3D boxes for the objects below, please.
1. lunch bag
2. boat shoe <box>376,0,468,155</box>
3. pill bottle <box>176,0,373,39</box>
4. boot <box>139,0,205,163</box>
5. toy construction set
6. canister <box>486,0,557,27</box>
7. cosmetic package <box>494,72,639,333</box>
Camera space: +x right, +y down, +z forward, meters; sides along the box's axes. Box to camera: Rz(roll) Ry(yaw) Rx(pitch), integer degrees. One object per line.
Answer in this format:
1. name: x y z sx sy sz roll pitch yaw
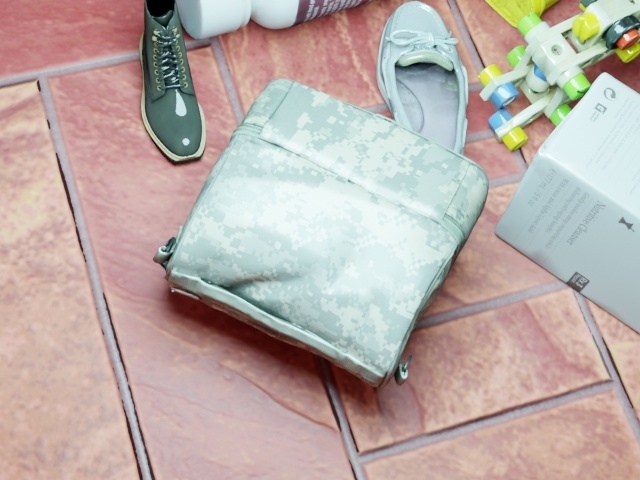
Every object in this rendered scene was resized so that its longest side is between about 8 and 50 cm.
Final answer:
1. lunch bag: 0.000 0.000 1.248 0.305 0.212 0.256 27 59 3
2. boat shoe: 0.136 -0.189 1.408 0.118 0.103 0.320 6 57 -5
3. pill bottle: -0.005 -0.403 1.426 0.392 0.224 0.224 -20 70 -16
4. boot: -0.188 -0.207 1.360 0.077 0.137 0.198 -15 69 -14
5. toy construction set: 0.357 -0.263 1.431 0.151 0.215 0.328 43 63 8
6. canister: 0.306 -0.389 1.547 0.170 0.073 0.126 -37 76 -23
7. cosmetic package: 0.424 0.005 1.309 0.385 0.217 0.156 36 66 11
